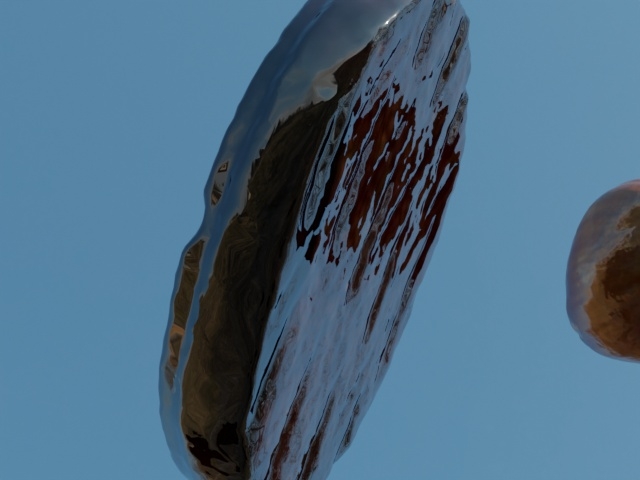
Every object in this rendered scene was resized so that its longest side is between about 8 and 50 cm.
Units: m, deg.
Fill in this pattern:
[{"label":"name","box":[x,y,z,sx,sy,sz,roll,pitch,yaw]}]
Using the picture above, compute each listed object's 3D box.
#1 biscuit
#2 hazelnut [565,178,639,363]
[{"label":"biscuit","box":[0.000,0.000,1.035,0.091,0.407,0.407,19,-57,18]},{"label":"hazelnut","box":[0.309,0.035,1.341,0.182,0.182,0.182,-2,-58,-3]}]
